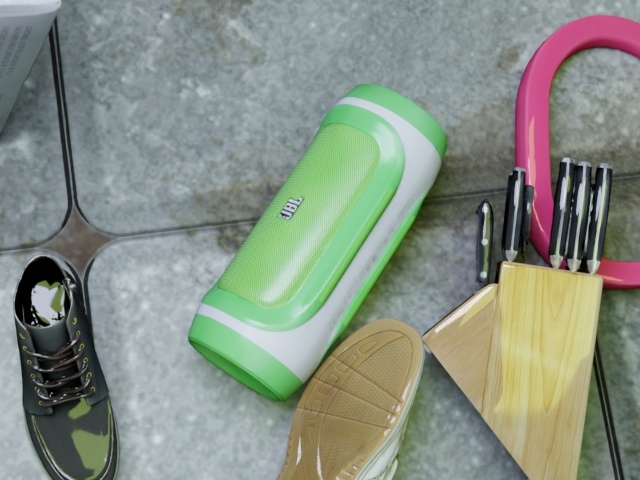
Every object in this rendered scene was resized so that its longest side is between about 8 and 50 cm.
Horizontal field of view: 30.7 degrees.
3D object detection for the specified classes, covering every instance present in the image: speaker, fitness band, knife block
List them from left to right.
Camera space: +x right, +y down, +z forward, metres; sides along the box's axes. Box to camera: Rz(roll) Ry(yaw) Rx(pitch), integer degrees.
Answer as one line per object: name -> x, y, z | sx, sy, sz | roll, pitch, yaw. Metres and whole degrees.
speaker -> 0.000, 0.000, 1.104 | 0.131, 0.131, 0.297 | 33, 76, 0
knife block -> 0.228, 0.071, 1.108 | 0.242, 0.088, 0.276 | -38, 85, 5
fitness band -> 0.305, -0.092, 1.206 | 0.208, 0.054, 0.291 | 2, 78, -5

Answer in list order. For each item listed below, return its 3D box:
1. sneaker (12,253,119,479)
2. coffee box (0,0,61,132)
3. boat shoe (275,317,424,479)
sneaker -> -0.238, 0.125, 1.050 | 0.083, 0.118, 0.222 | -15, 81, -11
coffee box -> -0.435, -0.269, 0.948 | 0.338, 0.337, 0.335 | -8, 79, -27
boat shoe -> 0.024, 0.206, 1.087 | 0.098, 0.096, 0.277 | 25, 84, 34
